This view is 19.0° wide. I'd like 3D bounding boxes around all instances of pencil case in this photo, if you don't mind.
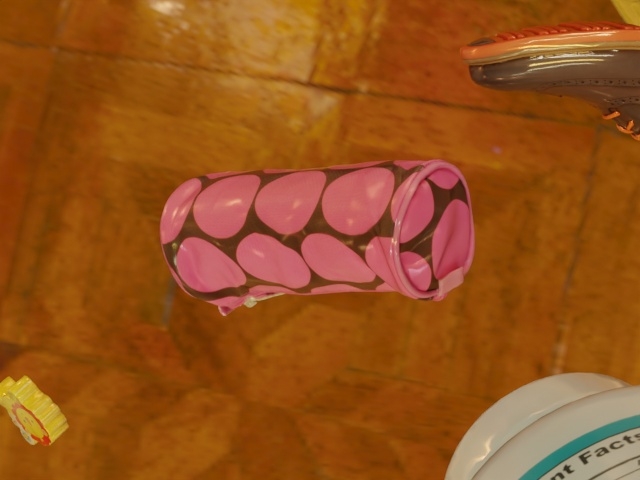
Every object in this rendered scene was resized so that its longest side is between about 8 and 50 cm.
[{"bbox_3d":[0.000,0.000,1.230,0.209,0.095,0.098,-2,104,41],"label":"pencil case"}]

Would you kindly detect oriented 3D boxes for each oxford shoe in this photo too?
[{"bbox_3d":[0.231,-0.101,1.332,0.271,0.097,0.098,3,100,-3],"label":"oxford shoe"}]

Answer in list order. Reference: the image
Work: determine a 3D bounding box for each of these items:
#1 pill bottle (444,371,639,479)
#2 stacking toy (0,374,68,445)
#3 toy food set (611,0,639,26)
[{"bbox_3d":[0.121,0.139,0.585,0.146,0.146,0.264,-55,25,11],"label":"pill bottle"},{"bbox_3d":[-0.282,0.164,1.309,0.052,0.167,0.221,56,152,-15],"label":"stacking toy"},{"bbox_3d":[0.321,-0.159,1.612,0.128,0.071,0.218,-14,51,-16],"label":"toy food set"}]
